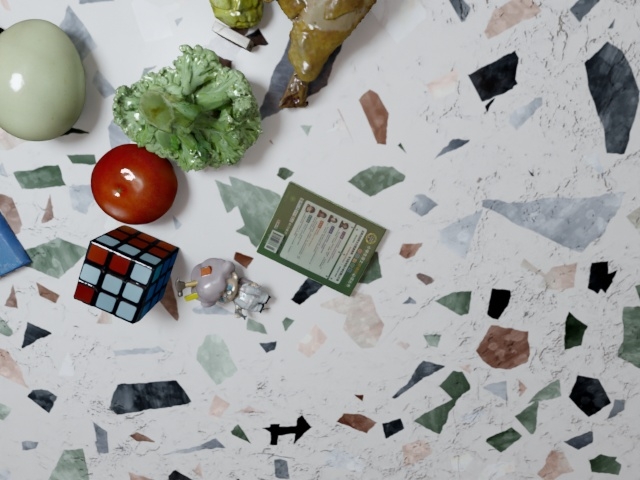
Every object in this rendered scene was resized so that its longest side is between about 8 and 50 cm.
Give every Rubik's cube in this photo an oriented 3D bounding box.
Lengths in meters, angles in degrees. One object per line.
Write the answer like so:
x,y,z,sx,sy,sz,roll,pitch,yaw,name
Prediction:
-0.461,0.077,1.051,0.163,0.160,0.162,25,105,-5,Rubik's cube

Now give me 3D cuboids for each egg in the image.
-0.604,-0.337,0.926,0.189,0.188,0.253,20,102,-3,egg

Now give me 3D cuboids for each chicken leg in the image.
-0.039,-0.470,0.879,0.296,0.181,0.409,13,124,-19,chicken leg

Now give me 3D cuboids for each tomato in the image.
-0.431,-0.127,1.005,0.196,0.136,0.194,1,106,2,tomato

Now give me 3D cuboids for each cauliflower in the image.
-0.274,-0.262,0.902,0.275,0.250,0.272,-40,98,13,cauliflower

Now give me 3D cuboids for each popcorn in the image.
-0.178,-0.505,0.911,0.107,0.121,0.115,-8,66,36,popcorn

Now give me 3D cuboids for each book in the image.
0.000,0.000,1.079,0.265,0.027,0.201,26,104,-4,book

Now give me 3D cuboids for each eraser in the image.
-0.879,-0.050,1.094,0.144,0.042,0.311,-22,104,9,eraser

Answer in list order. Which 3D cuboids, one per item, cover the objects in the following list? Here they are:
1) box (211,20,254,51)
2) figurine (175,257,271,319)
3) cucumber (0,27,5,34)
-0.190,-0.444,0.948,0.083,0.053,0.024,28,104,-7,box
-0.237,0.115,1.084,0.229,0.111,0.137,25,114,-18,figurine
-0.753,-0.470,0.970,0.182,0.053,0.053,26,105,-8,cucumber
